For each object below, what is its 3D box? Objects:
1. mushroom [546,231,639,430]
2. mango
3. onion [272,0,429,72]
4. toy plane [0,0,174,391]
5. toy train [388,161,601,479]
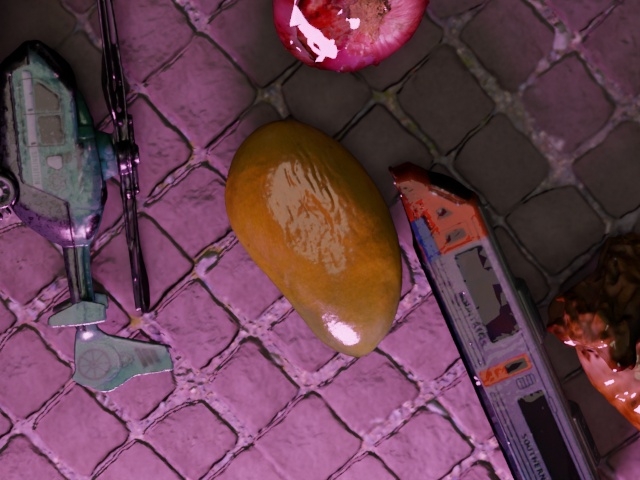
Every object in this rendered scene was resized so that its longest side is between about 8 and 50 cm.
[{"bbox_3d":[0.372,0.200,0.982,0.356,0.331,0.334,2,118,17],"label":"mushroom"},{"bbox_3d":[0.004,-0.005,1.071,0.137,0.091,0.237,-37,102,14],"label":"mango"},{"bbox_3d":[0.016,-0.238,1.032,0.150,0.140,0.150,-17,138,-16],"label":"onion"},{"bbox_3d":[-0.240,-0.040,1.077,0.155,0.106,0.382,-8,94,-7],"label":"toy plane"},{"bbox_3d":[0.178,0.105,1.080,0.089,0.086,0.409,-23,97,6],"label":"toy train"}]
